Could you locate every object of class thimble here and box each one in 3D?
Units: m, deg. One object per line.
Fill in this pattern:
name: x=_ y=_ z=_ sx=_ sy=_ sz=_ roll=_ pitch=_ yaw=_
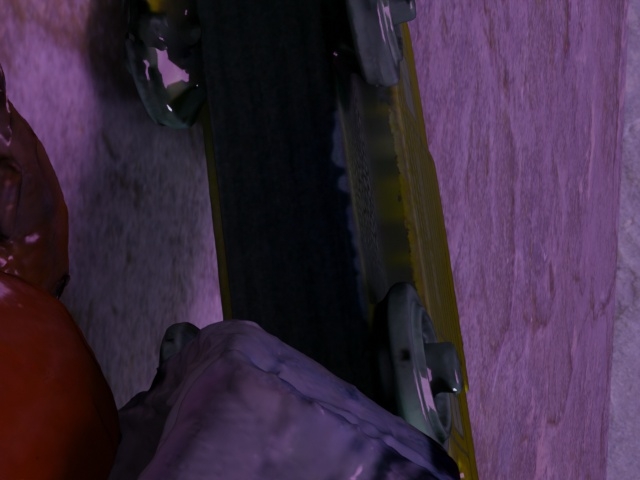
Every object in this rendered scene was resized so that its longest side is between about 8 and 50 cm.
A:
thimble: x=-0.042 y=0.152 z=0.800 sx=0.237 sy=0.150 sz=0.237 roll=-58 pitch=-172 yaw=12

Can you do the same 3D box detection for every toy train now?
toy train: x=0.000 y=0.000 z=1.083 sx=0.272 sy=0.179 sz=0.442 roll=54 pitch=27 yaw=-67

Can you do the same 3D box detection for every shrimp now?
shrimp: x=-0.174 y=-0.031 z=0.853 sx=0.262 sy=0.066 sz=0.117 roll=75 pitch=29 yaw=-45

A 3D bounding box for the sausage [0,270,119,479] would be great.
sausage: x=-0.185 y=0.120 z=0.736 sx=0.141 sy=0.153 sz=0.268 roll=41 pitch=46 yaw=-15
